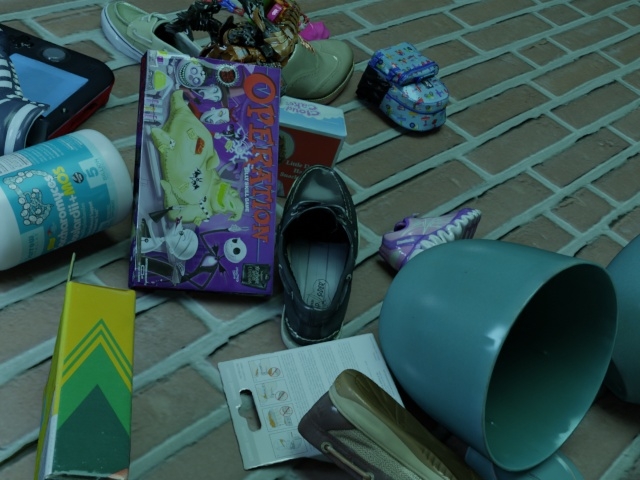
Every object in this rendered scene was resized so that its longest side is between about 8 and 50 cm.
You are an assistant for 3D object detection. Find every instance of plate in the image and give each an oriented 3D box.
[{"bbox_3d":[0.286,0.325,1.324,0.188,0.024,0.188,14,37,-11],"label":"plate"}]

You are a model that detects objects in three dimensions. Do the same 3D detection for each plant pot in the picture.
[{"bbox_3d":[0.513,0.140,1.498,0.195,0.290,0.290,-29,51,-4],"label":"plant pot"},{"bbox_3d":[0.223,0.130,1.335,0.293,0.292,0.235,-16,28,-40],"label":"plant pot"}]

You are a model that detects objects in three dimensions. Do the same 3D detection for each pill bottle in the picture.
[{"bbox_3d":[-0.402,-0.049,1.343,0.264,0.146,0.146,-27,57,-36],"label":"pill bottle"}]

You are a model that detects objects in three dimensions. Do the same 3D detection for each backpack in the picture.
[{"bbox_3d":[0.184,-0.305,1.989,0.158,0.116,0.173,-21,56,-41],"label":"backpack"}]

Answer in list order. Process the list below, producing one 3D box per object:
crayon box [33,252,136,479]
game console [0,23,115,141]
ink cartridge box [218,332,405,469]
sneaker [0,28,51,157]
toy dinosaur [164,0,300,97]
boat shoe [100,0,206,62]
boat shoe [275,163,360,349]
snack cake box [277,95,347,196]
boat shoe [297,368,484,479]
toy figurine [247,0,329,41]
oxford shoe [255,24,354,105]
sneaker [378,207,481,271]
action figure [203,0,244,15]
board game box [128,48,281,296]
[{"bbox_3d":[-0.262,0.191,1.074,0.081,0.202,0.318,9,39,-17],"label":"crayon box"},{"bbox_3d":[-0.559,-0.252,1.604,0.342,0.060,0.386,25,36,4],"label":"game console"},{"bbox_3d":[-0.008,0.222,1.305,0.225,0.056,0.181,-11,45,-11],"label":"ink cartridge box"},{"bbox_3d":[-0.468,-0.215,1.471,0.153,0.099,0.282,9,44,-6],"label":"sneaker"},{"bbox_3d":[-0.127,-0.326,1.620,0.218,0.164,0.322,46,21,-4],"label":"toy dinosaur"},{"bbox_3d":[-0.306,-0.382,1.861,0.302,0.094,0.109,41,41,24],"label":"boat shoe"},{"bbox_3d":[-0.004,0.000,1.449,0.127,0.113,0.340,9,53,2],"label":"boat shoe"},{"bbox_3d":[-0.105,-0.168,1.643,0.265,0.152,0.089,12,37,-13],"label":"snack cake box"},{"bbox_3d":[0.115,0.312,1.191,0.342,0.123,0.123,43,11,-3],"label":"boat shoe"},{"bbox_3d":[-0.051,-0.456,2.095,0.159,0.130,0.173,39,13,2],"label":"toy figurine"},{"bbox_3d":[-0.047,-0.343,1.895,0.140,0.146,0.397,35,38,19],"label":"oxford shoe"},{"bbox_3d":[0.181,-0.008,1.641,0.105,0.095,0.236,31,38,26],"label":"sneaker"},{"bbox_3d":[-0.218,-0.525,2.142,0.115,0.030,0.038,18,42,-1],"label":"action figure"},{"bbox_3d":[-0.167,-0.096,1.435,0.208,0.056,0.346,5,80,-25],"label":"board game box"}]
